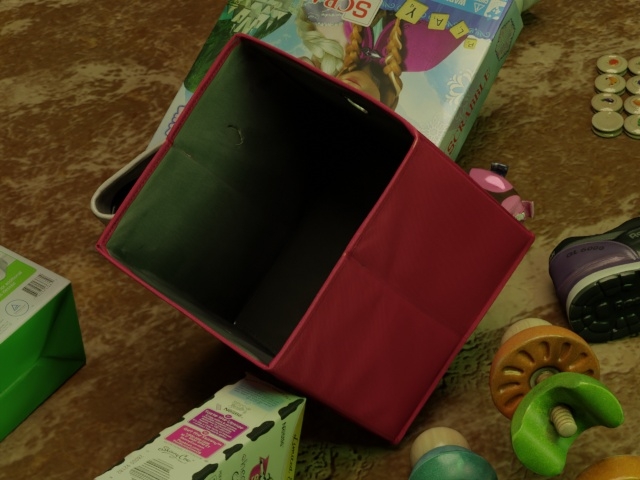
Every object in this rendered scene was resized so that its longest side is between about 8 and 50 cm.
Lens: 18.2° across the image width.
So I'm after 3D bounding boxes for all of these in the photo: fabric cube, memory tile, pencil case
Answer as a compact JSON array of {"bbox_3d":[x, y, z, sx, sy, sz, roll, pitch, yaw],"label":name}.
[{"bbox_3d":[0.000,0.000,1.901,0.254,0.258,0.259,32,89,37],"label":"fabric cube"},{"bbox_3d":[0.372,-0.168,2.313,0.113,0.012,0.148,4,44,9],"label":"memory tile"},{"bbox_3d":[0.132,0.010,2.082,0.098,0.095,0.209,24,52,27],"label":"pencil case"}]

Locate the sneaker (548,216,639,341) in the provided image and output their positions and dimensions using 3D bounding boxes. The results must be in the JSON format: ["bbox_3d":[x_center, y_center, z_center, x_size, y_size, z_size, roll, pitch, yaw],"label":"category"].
[{"bbox_3d":[0.376,0.008,2.061,0.283,0.107,0.124,-10,37,-7],"label":"sneaker"}]

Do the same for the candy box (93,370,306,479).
[{"bbox_3d":[-0.110,0.237,1.760,0.071,0.159,0.233,22,32,24],"label":"candy box"}]

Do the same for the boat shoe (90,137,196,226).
[{"bbox_3d":[-0.123,-0.084,2.122,0.268,0.088,0.096,-23,72,15],"label":"boat shoe"}]

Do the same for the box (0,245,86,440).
[{"bbox_3d":[-0.409,0.111,1.983,0.231,0.126,0.262,24,50,27],"label":"box"}]

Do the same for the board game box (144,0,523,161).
[{"bbox_3d":[0.014,-0.167,2.211,0.319,0.066,0.318,19,71,23],"label":"board game box"}]

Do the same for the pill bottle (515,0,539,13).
[{"bbox_3d":[0.162,-0.283,2.372,0.221,0.121,0.121,-33,50,-28],"label":"pill bottle"}]

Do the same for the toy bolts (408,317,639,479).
[{"bbox_3d":[0.190,0.202,1.847,0.228,0.218,0.158,-37,28,11],"label":"toy bolts"}]
